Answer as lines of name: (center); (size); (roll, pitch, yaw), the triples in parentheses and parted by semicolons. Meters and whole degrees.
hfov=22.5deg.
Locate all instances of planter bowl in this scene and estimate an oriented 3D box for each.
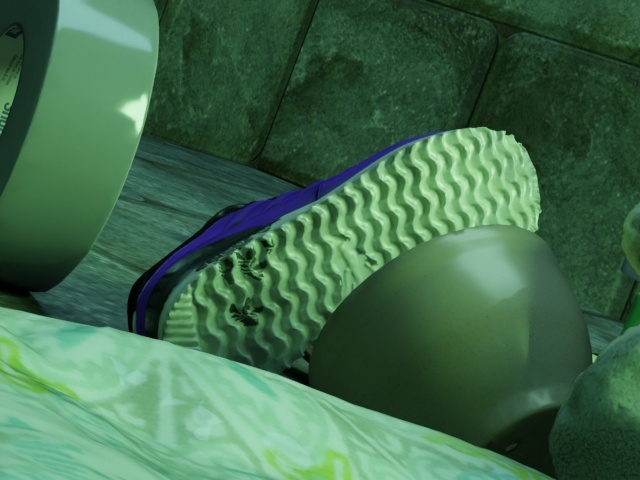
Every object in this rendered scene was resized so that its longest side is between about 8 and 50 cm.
planter bowl: (0.089, 0.086, 0.907); (0.162, 0.162, 0.109); (16, 32, -46)

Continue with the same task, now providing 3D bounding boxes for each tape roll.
tape roll: (-0.188, -0.078, 1.069); (0.072, 0.219, 0.219); (18, 5, -26)

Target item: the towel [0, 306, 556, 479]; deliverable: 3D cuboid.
towel: (0.010, 0.116, 0.469); (0.321, 0.090, 0.374); (19, 5, -14)

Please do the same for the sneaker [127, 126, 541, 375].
sneaker: (-0.001, -0.001, 1.050); (0.293, 0.102, 0.146); (-24, 15, -24)

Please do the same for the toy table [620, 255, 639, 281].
toy table: (0.407, 0.124, 1.752); (0.252, 0.160, 0.274); (20, 5, -13)

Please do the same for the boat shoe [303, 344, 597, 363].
boat shoe: (0.082, 0.076, 1.079); (0.341, 0.121, 0.110); (25, 5, 32)

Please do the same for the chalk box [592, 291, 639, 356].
chalk box: (0.360, 0.137, 1.547); (0.132, 0.132, 0.213); (17, 6, -44)

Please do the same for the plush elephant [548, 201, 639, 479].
plush elephant: (0.248, 0.100, 0.824); (0.272, 0.255, 0.330); (45, -18, 4)
